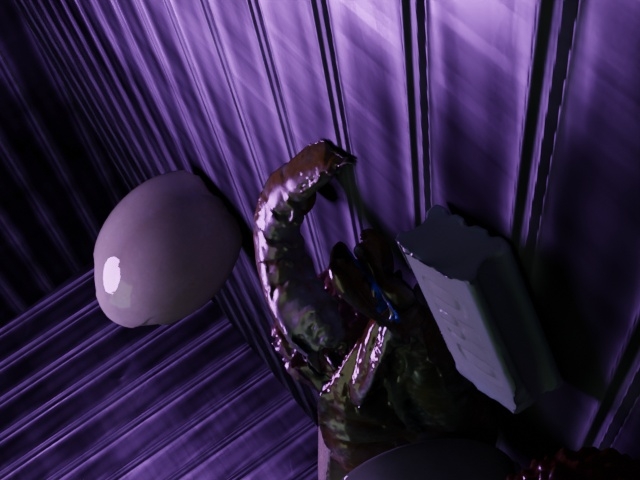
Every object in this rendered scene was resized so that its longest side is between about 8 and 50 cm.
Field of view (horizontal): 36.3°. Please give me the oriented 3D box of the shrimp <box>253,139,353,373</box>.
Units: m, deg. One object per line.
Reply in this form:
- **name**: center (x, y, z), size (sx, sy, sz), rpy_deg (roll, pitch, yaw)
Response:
- **shrimp**: center (-0.020, 0.002, 1.202), size (0.185, 0.068, 0.287), rpy_deg (32, 123, 44)

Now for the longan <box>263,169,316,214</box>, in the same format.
- **longan**: center (-0.042, -0.055, 1.286), size (0.075, 0.083, 0.075), rpy_deg (12, 166, 3)

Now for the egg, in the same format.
- **egg**: center (-0.330, 0.029, 2.037), size (0.278, 0.336, 0.278), rpy_deg (44, 174, 6)

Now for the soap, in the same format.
- **soap**: center (0.154, 0.070, 0.938), size (0.114, 0.063, 0.198), rpy_deg (35, 159, 52)

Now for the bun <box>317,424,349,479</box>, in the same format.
- **bun**: center (0.086, 0.359, 1.827), size (0.263, 0.175, 0.263), rpy_deg (-177, 90, -88)

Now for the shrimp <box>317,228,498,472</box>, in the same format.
- **shrimp**: center (0.090, 0.167, 1.183), size (0.110, 0.221, 0.446), rpy_deg (-91, -14, -52)

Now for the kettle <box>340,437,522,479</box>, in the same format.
- **kettle**: center (0.211, 0.441, 1.121), size (0.377, 0.361, 0.250), rpy_deg (-103, 2, -45)

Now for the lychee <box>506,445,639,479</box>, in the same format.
- **lychee**: center (0.248, 0.338, 0.888), size (0.275, 0.275, 0.304), rpy_deg (31, 118, 60)

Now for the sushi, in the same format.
- **sushi**: center (0.050, 0.169, 1.368), size (0.236, 0.171, 0.270), rpy_deg (39, 167, 47)
